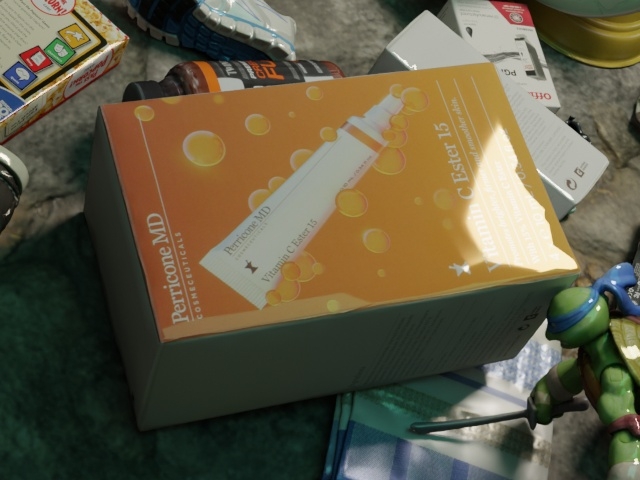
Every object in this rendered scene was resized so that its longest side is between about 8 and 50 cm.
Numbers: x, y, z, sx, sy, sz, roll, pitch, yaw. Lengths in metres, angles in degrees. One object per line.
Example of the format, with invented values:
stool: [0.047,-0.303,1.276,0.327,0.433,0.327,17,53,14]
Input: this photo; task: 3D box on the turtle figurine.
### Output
turtle figurine: [0.230,0.184,1.089,0.266,0.198,0.274,43,72,-10]

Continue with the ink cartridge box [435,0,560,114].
ink cartridge box: [0.180,-0.180,1.400,0.099,0.056,0.135,0,61,-25]

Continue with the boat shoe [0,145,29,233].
boat shoe: [-0.350,-0.073,1.083,0.228,0.081,0.068,24,50,-12]

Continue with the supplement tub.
supplement tub: [-0.075,-0.110,1.214,0.198,0.106,0.106,-5,63,-27]

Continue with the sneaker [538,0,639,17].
sneaker: [0.236,-0.287,1.392,0.256,0.094,0.151,12,9,14]

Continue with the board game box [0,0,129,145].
board game box: [-0.289,-0.171,1.192,0.147,0.045,0.193,44,54,6]

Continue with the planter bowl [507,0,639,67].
planter bowl: [0.314,-0.308,1.517,0.217,0.090,0.217,11,57,-18]

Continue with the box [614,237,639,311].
box: [0.391,0.060,1.325,0.184,0.045,0.190,20,53,10]

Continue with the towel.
towel: [0.116,0.123,1.205,0.209,0.034,0.285,20,55,-12]

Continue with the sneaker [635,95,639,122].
sneaker: [0.396,-0.155,1.485,0.070,0.051,0.134,48,58,2]

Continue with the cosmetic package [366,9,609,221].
cosmetic package: [0.147,-0.101,1.303,0.231,0.117,0.085,41,53,2]

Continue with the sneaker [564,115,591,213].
sneaker: [0.253,-0.082,1.366,0.038,0.069,0.098,5,59,-21]

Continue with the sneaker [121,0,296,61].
sneaker: [-0.106,-0.224,1.300,0.191,0.071,0.083,28,47,-17]

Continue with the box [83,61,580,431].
box: [0.000,0.000,1.112,0.345,0.168,0.215,-9,63,-19]
